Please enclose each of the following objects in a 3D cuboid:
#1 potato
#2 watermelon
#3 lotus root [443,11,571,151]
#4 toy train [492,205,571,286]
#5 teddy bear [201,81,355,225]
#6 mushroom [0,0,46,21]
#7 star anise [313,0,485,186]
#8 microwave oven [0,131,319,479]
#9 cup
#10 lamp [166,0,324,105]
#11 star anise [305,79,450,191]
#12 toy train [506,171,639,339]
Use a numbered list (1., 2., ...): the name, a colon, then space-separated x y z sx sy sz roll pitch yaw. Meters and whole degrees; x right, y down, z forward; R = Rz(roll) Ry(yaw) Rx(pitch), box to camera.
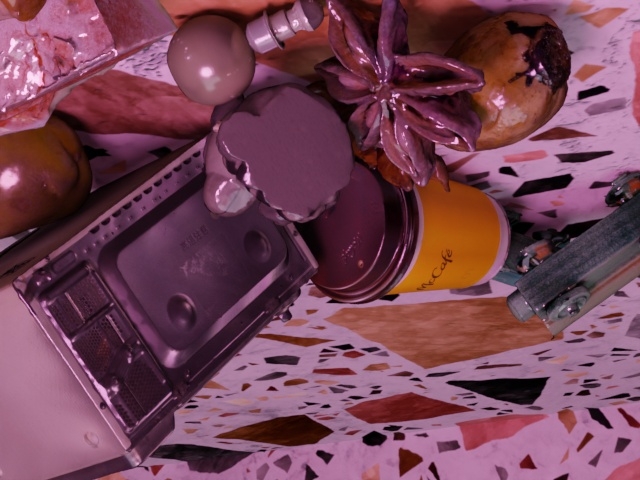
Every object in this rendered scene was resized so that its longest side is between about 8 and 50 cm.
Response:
1. potato: -0.364 -0.073 1.650 0.200 0.137 0.154 -12 -170 21
2. watermelon: -0.298 -0.167 1.310 0.305 0.180 0.224 -26 134 25
3. lotus root: 0.175 -0.155 1.501 0.138 0.138 0.214 8 152 -30
4. toy train: 0.252 0.015 2.081 0.159 0.101 0.248 0 167 43
5. teddy bear: -0.049 -0.076 1.531 0.171 0.144 0.251 34 172 -11
6. mushroom: -0.381 -0.226 1.204 0.351 0.122 0.095 -3 -162 21
7. star anise: 0.075 -0.149 1.448 0.073 0.212 0.197 -36 162 -37
8. microwave oven: -0.244 0.090 1.672 0.333 0.247 0.394 -20 -165 42
9. cup: 0.108 -0.011 1.845 0.196 0.196 0.280 -22 160 41
10. lamp: -0.071 -0.198 1.440 0.163 0.091 0.091 -24 156 12
11. star anise: 0.060 -0.121 1.623 0.196 0.111 0.212 12 -167 11
12. toy train: 0.385 0.024 1.976 0.285 0.116 0.177 -37 154 5
